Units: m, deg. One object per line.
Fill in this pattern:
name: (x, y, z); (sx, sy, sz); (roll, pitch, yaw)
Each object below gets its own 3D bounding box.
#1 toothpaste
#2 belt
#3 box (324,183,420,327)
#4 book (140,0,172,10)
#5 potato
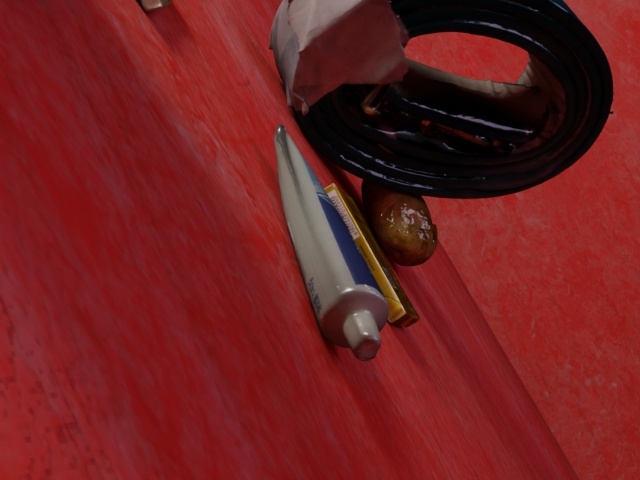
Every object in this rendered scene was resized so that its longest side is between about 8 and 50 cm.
toothpaste: (0.001, 0.001, 0.701); (0.069, 0.047, 0.268); (38, 15, -31)
belt: (0.156, -0.218, 1.190); (0.436, 0.300, 0.173); (8, 35, -25)
box: (0.051, 0.018, 0.974); (0.156, 0.022, 0.089); (61, 11, 14)
book: (-0.172, -0.266, 0.712); (0.198, 0.016, 0.138); (57, 10, -17)
potato: (0.105, -0.035, 1.256); (0.107, 0.080, 0.170); (58, 6, -37)
